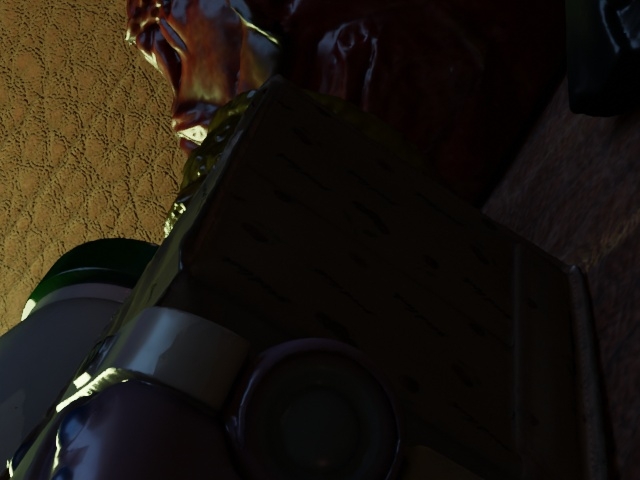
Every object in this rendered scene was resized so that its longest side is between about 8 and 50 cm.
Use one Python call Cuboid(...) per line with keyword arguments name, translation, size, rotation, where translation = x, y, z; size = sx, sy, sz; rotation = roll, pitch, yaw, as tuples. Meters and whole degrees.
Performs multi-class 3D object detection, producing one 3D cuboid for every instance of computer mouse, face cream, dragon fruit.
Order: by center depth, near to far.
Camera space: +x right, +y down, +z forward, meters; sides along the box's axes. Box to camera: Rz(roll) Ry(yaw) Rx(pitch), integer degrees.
Cuboid(name="computer mouse", translation=(0.184, -0.172, 0.811), size=(0.147, 0.088, 0.264), rotation=(-53, 13, 35))
Cuboid(name="dragon fruit", translation=(-0.011, -0.111, 1.054), size=(0.302, 0.330, 0.240), rotation=(-60, -12, -7))
Cuboid(name="face cream", translation=(-0.202, 0.180, 1.121), size=(0.312, 0.219, 0.357), rotation=(-32, 19, 37))

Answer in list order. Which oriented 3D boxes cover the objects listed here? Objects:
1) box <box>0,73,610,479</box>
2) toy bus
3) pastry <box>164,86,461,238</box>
Cuboid(name="box", translation=(-0.037, 0.114, 0.655), size=(0.297, 0.190, 0.225), rotation=(-52, 9, 24))
Cuboid(name="toy bus", translation=(-0.004, 0.121, 0.419), size=(0.142, 0.202, 0.142), rotation=(-63, 11, -20))
Cuboid(name="pastry", translation=(0.000, 0.000, 0.859), size=(0.103, 0.188, 0.189), rotation=(-59, 10, -28))
